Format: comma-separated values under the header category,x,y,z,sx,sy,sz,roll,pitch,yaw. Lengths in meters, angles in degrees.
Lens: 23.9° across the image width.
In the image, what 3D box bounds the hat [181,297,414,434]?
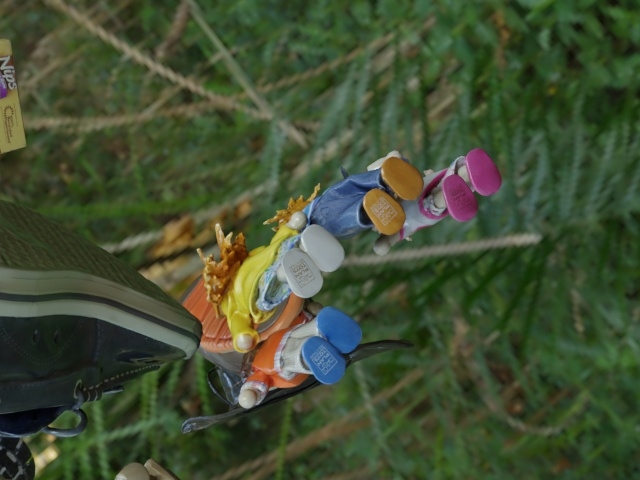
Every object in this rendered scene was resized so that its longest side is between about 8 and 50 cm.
category,x,y,z,sx,sy,sz,roll,pitch,yaw
hat,-0.048,0.134,1.940,0.331,0.331,0.134,108,141,-81

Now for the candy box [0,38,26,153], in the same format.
category,x,y,z,sx,sy,sz,roll,pitch,yaw
candy box,-0.372,-0.145,1.501,0.186,0.053,0.109,8,110,45

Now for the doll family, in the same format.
category,x,y,z,sx,sy,sz,roll,pitch,yaw
doll family,0.000,0.000,1.095,0.118,0.263,0.163,48,155,-9

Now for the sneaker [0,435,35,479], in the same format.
category,x,y,z,sx,sy,sz,roll,pitch,yaw
sneaker,-0.451,0.212,1.750,0.300,0.111,0.121,46,170,-34

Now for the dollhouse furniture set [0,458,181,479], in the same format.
category,x,y,z,sx,sy,sz,roll,pitch,yaw
dollhouse furniture set,-0.221,0.410,1.581,0.355,0.303,0.174,36,-171,34

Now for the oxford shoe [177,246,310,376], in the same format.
category,x,y,z,sx,sy,sz,roll,pitch,yaw
oxford shoe,-0.063,0.095,1.693,0.132,0.130,0.363,39,169,-14

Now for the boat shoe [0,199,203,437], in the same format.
category,x,y,z,sx,sy,sz,roll,pitch,yaw
boat shoe,-0.247,0.068,1.240,0.187,0.156,0.500,32,-176,16
